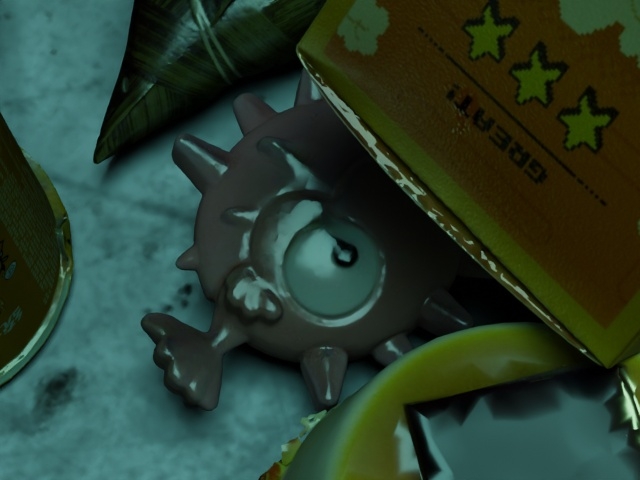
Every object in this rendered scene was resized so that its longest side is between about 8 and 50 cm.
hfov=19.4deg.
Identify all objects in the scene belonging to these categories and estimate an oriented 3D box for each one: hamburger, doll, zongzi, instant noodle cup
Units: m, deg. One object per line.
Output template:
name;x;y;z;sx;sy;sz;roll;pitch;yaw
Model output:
hamburger;0.103;0.183;1.013;0.294;0.179;0.276;-13;70;-13
doll;0.000;0.000;1.140;0.262;0.093;0.211;-37;77;-20
zongzi;-0.113;-0.163;1.228;0.184;0.084;0.187;-34;63;-5
instant noodle cup;-0.261;-0.021;1.099;0.216;0.172;0.216;0;64;0

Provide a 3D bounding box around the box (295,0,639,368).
box;0.186;-0.104;1.058;0.259;0.214;0.283;48;31;18
